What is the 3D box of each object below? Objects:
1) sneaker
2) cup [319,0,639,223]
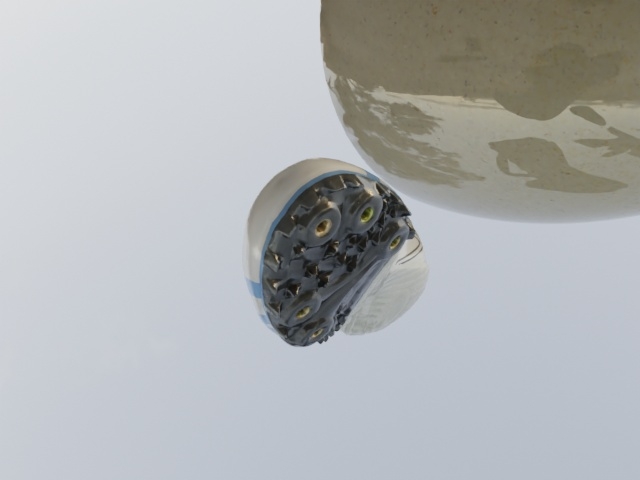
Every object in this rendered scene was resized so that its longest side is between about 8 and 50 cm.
[{"bbox_3d":[0.000,0.000,0.486,0.085,0.237,0.086,-45,-103,1],"label":"sneaker"},{"bbox_3d":[0.199,-0.147,0.682,0.331,0.331,0.237,-41,-147,-11],"label":"cup"}]
